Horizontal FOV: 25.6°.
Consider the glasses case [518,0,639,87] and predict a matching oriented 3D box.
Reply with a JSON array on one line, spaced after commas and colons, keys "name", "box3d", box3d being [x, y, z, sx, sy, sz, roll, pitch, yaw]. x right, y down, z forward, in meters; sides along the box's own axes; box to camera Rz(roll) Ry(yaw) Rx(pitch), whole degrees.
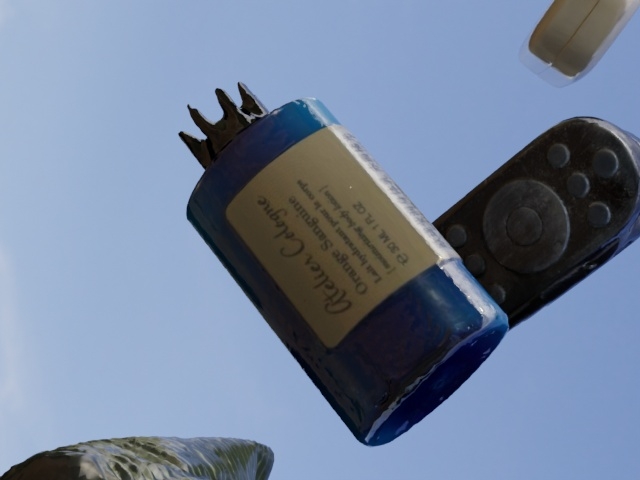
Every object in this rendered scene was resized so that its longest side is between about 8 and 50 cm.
[{"name": "glasses case", "box3d": [0.180, -0.151, 0.987, 0.083, 0.050, 0.196, -56, 178, 6]}]

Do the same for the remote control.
[{"name": "remote control", "box3d": [0.104, 0.020, 0.892, 0.266, 0.066, 0.090, -40, -113, 28]}]

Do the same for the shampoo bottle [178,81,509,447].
[{"name": "shampoo bottle", "box3d": [0.000, 0.000, 0.645, 0.087, 0.050, 0.183, -44, -117, 9]}]

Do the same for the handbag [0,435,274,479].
[{"name": "handbag", "box3d": [-0.120, 0.260, 0.785, 0.340, 0.240, 0.247, -40, -107, 20]}]
